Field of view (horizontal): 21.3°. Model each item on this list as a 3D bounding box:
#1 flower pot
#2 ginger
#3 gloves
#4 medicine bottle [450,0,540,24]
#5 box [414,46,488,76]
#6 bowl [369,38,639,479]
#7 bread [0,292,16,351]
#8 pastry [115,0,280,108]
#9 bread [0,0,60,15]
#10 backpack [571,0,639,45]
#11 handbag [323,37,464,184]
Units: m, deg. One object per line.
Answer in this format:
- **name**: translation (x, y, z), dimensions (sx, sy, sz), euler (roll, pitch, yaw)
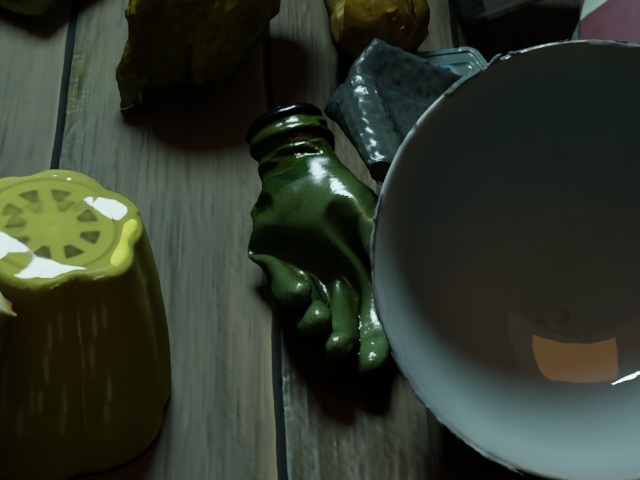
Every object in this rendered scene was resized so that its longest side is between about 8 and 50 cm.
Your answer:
- **flower pot**: translation (-0.204, 0.055, 1.278), dimensions (0.195, 0.179, 0.195), euler (4, 41, -4)
- **ginger**: translation (0.053, -0.260, 1.738), dimensions (0.107, 0.133, 0.309), euler (-4, 32, 1)
- **gloves**: translation (0.004, 0.003, 1.428), dimensions (0.135, 0.107, 0.268), euler (-23, 53, 11)
- **medicine bottle**: translation (0.245, -0.338, 1.739), dimensions (0.273, 0.165, 0.165), euler (-20, 41, 6)
- **box**: translation (0.133, -0.140, 1.665), dimensions (0.074, 0.054, 0.099), euler (-7, 42, -21)
- **bowl**: translation (0.211, 0.021, 1.366), dimensions (0.345, 0.345, 0.157), euler (11, -4, 4)
- **bread**: translation (-0.427, 0.067, 1.161), dimensions (0.333, 0.143, 0.323), euler (36, 79, 29)
- **pastry**: translation (-0.095, -0.258, 1.628), dimensions (0.132, 0.240, 0.235), euler (17, 42, 3)
- **bread**: translation (-0.282, -0.310, 1.758), dimensions (0.132, 0.103, 0.172), euler (25, 44, 19)
- **backpack**: translation (0.358, -0.142, 1.580), dimensions (0.283, 0.197, 0.317), euler (-16, 37, 35)
- **handbag**: translation (0.117, -0.075, 1.507), dimensions (0.270, 0.089, 0.175), euler (17, 33, -38)
